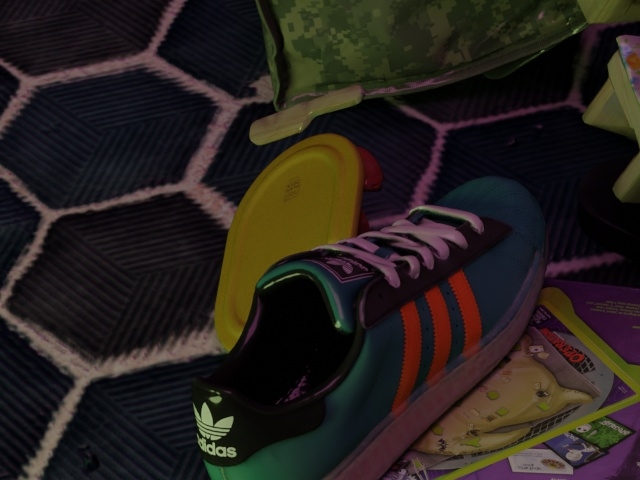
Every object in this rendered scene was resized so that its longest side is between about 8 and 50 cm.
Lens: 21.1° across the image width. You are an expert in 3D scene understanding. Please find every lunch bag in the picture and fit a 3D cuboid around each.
[{"bbox_3d":[0.088,-0.246,1.380,0.287,0.169,0.235,-9,47,3],"label":"lunch bag"}]

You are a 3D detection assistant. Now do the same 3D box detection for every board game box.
[{"bbox_3d":[0.151,0.110,1.044,0.346,0.056,0.208,7,40,34],"label":"board game box"}]

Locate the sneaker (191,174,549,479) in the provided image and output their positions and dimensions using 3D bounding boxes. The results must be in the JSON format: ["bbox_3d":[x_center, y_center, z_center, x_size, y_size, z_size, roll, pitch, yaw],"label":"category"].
[{"bbox_3d":[0.037,0.041,1.051,0.108,0.121,0.302,14,48,39],"label":"sneaker"}]

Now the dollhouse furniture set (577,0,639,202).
[{"bbox_3d":[0.358,-0.246,1.191,0.394,0.256,0.362,0,55,-24],"label":"dollhouse furniture set"}]

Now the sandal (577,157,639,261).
[{"bbox_3d":[0.291,0.003,1.190,0.254,0.054,0.097,23,52,26],"label":"sandal"}]

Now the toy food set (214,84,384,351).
[{"bbox_3d":[0.000,0.000,1.201,0.128,0.071,0.218,-23,44,38],"label":"toy food set"}]
